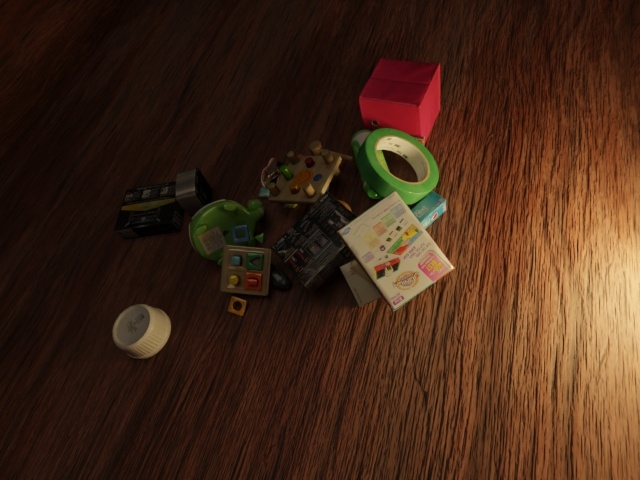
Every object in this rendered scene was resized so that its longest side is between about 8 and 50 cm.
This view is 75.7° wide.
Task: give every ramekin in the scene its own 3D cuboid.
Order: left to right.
[{"bbox_3d":[-0.705,0.347,1.608,0.206,0.109,0.207,-8,58,13],"label":"ramekin"}]

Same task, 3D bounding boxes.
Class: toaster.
[{"bbox_3d":[-0.566,-0.217,1.856,0.110,0.186,0.168,-13,58,4],"label":"toaster"}]

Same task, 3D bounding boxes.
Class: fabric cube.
[{"bbox_3d":[0.342,-0.576,1.747,0.257,0.254,0.259,18,66,24],"label":"fabric cube"}]

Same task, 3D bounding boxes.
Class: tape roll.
[{"bbox_3d":[0.299,-0.290,1.592,0.320,0.077,0.322,12,55,-19],"label":"tape roll"}]

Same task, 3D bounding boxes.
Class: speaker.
[{"bbox_3d":[0.211,-0.318,1.707,0.131,0.131,0.297,-17,57,7],"label":"speaker"}]

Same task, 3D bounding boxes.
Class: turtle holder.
[{"bbox_3d":[-0.390,-0.074,1.684,0.321,0.243,0.227,-56,32,-4],"label":"turtle holder"}]

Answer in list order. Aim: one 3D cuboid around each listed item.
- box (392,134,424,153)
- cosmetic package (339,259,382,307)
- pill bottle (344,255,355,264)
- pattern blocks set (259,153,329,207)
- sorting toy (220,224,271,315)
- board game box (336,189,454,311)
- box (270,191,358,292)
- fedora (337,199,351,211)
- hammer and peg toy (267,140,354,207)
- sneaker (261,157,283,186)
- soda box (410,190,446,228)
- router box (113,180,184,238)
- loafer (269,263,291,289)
[{"bbox_3d":[0.366,-0.398,1.726,0.136,0.094,0.027,14,57,25],"label":"box"},{"bbox_3d":[0.237,0.095,1.433,0.309,0.113,0.160,-28,82,0],"label":"cosmetic package"},{"bbox_3d":[0.095,0.050,1.561,0.065,0.065,0.116,-37,57,-6],"label":"pill bottle"},{"bbox_3d":[-0.106,-0.266,1.835,0.324,0.026,0.286,9,63,22],"label":"pattern blocks set"},{"bbox_3d":[-0.287,0.115,1.556,0.195,0.047,0.348,5,91,8],"label":"sorting toy"},{"bbox_3d":[0.240,0.033,1.350,0.242,0.064,0.317,-35,82,-1],"label":"board game box"},{"bbox_3d":[0.000,0.000,1.506,0.307,0.076,0.242,-45,52,-2],"label":"box"},{"bbox_3d":[0.041,-0.072,1.629,0.194,0.079,0.195,-14,54,20],"label":"fedora"},{"bbox_3d":[-0.039,-0.295,1.707,0.265,0.127,0.362,7,58,36],"label":"hammer and peg toy"},{"bbox_3d":[-0.214,-0.305,1.843,0.064,0.061,0.158,13,65,17],"label":"sneaker"},{"bbox_3d":[0.376,-0.087,1.554,0.210,0.067,0.071,-41,57,-9],"label":"soda box"},{"bbox_3d":[-0.793,-0.145,1.944,0.308,0.081,0.243,-6,59,14],"label":"router box"},{"bbox_3d":[-0.210,0.123,1.605,0.223,0.078,0.076,29,72,29],"label":"loafer"}]
